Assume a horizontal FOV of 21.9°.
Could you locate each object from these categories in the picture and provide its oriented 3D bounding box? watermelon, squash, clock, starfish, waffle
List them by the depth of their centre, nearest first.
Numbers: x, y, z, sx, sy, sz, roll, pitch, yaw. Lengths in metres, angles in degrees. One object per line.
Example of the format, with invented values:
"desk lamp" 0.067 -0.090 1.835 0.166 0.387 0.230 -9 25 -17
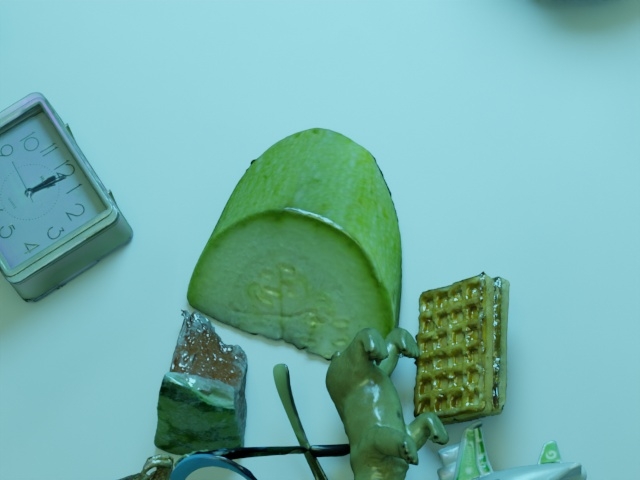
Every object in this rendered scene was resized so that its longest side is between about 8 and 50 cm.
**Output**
"starfish" -0.208 0.268 1.638 0.210 0.150 0.053 -33 84 38
"waffle" 0.144 0.113 1.685 0.102 0.042 0.148 -19 60 45
"watermelon" -0.121 0.163 1.727 0.098 0.121 0.158 9 26 -5
"squash" 0.000 0.000 1.785 0.237 0.155 0.204 17 109 11
"clock" -0.314 -0.050 1.813 0.147 0.071 0.192 -32 69 -5

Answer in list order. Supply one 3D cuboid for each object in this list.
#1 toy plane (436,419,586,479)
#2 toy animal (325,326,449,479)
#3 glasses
"toy plane" 0.182 0.261 1.631 0.174 0.080 0.174 -3 71 8
"toy animal" 0.056 0.184 1.631 0.101 0.103 0.218 -33 53 21
"glasses" -0.024 0.228 1.628 0.239 0.102 0.206 32 66 -19
